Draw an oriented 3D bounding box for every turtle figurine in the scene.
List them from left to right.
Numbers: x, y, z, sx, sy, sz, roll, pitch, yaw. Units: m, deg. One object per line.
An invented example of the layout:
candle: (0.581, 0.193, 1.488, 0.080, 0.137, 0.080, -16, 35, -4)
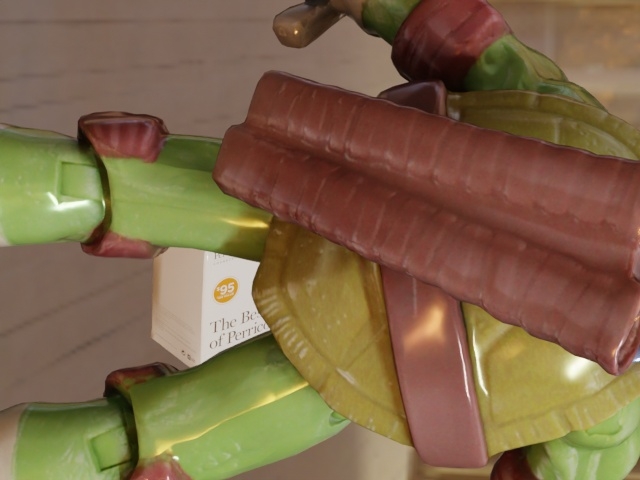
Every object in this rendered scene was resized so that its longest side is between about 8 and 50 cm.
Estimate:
turtle figurine: (0.012, 0.012, 0.472, 0.275, 0.266, 0.198, -91, 173, -59)

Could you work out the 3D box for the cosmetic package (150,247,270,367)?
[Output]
cosmetic package: (0.000, 0.000, 1.038, 0.239, 0.060, 0.099, -21, 127, -36)
